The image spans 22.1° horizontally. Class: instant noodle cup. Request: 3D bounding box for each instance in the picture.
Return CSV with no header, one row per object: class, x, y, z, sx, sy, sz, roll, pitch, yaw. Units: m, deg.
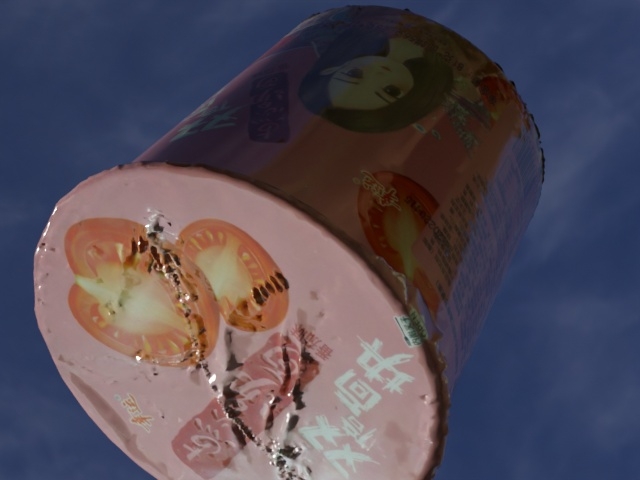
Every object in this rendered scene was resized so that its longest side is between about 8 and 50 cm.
instant noodle cup,0.000,0.000,0.923,0.231,0.243,0.243,-53,-51,-45
